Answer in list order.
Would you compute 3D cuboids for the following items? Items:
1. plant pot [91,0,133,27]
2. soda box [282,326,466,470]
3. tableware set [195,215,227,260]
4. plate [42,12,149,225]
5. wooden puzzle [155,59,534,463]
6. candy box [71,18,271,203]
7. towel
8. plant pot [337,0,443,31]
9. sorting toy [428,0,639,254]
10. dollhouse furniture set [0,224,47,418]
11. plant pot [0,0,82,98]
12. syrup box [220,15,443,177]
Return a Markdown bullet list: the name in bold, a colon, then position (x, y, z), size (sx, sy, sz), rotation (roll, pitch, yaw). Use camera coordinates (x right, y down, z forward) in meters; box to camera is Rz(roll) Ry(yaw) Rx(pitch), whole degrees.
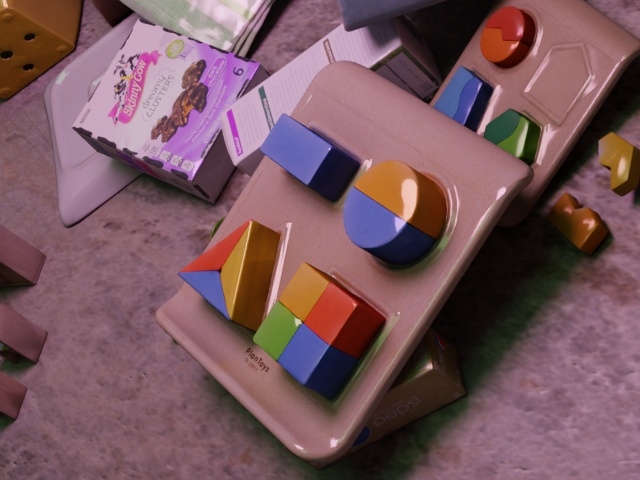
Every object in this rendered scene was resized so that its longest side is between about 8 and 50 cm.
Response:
- **plant pot**: position (-0.238, -0.436, 2.184), size (0.230, 0.215, 0.215), rotation (-31, 43, 1)
- **soda box**: position (0.048, 0.152, 1.579), size (0.181, 0.061, 0.058), rotation (-30, 45, 23)
- **tableware set**: position (-0.124, 0.045, 1.843), size (0.104, 0.024, 0.154), rotation (21, 77, 48)
- **plate**: position (-0.258, -0.190, 2.121), size (0.277, 0.045, 0.278), rotation (-34, 44, 18)
- **wooden puzzle**: position (0.000, 0.000, 1.607), size (0.348, 0.080, 0.322), rotation (-54, 43, 1)
- **candy box**: position (-0.174, -0.158, 1.960), size (0.196, 0.070, 0.165), rotation (23, 78, 30)
- **towel**: position (-0.115, -0.401, 2.039), size (0.248, 0.038, 0.325), rotation (37, 97, 16)
- **plant pot**: position (0.121, -0.401, 1.729), size (0.252, 0.247, 0.248), rotation (-11, 30, 6)
- **sorting toy**: position (0.217, -0.129, 1.625), size (0.229, 0.041, 0.307), rotation (-54, 40, 11)
- **dollhouse furniture set**: position (-0.464, 0.090, 2.013), size (0.212, 0.161, 0.242), rotation (-6, 58, 39)
- **plant pot**: position (-0.459, -0.329, 2.298), size (0.212, 0.212, 0.187), rotation (-32, 58, 20)
- **syrup box**: position (0.011, -0.155, 1.813), size (0.237, 0.093, 0.096), rotation (-34, 44, 19)
